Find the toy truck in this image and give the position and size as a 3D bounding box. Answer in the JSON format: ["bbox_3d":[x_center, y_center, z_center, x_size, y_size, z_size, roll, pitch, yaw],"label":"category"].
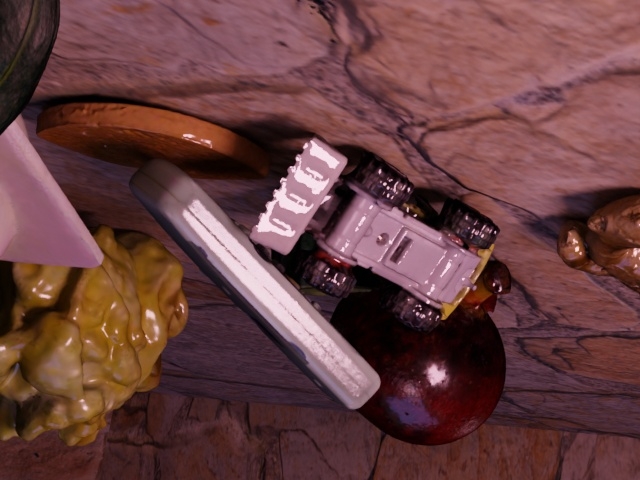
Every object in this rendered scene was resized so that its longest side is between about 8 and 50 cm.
[{"bbox_3d":[0.049,-0.009,1.089,0.286,0.136,0.111,27,-171,-38],"label":"toy truck"}]

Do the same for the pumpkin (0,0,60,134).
[{"bbox_3d":[-0.235,-0.152,0.559,0.250,0.216,0.250,39,180,0],"label":"pumpkin"}]

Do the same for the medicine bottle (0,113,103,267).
[{"bbox_3d":[-0.388,-0.061,0.931,0.406,0.235,0.236,5,165,22],"label":"medicine bottle"}]

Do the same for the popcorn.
[{"bbox_3d":[-0.327,0.115,1.454,0.312,0.312,0.312,9,166,2],"label":"popcorn"}]

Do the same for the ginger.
[{"bbox_3d":[0.304,0.003,1.115,0.133,0.058,0.214,18,164,-2],"label":"ginger"}]

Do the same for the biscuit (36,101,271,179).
[{"bbox_3d":[-0.155,-0.093,1.077,0.221,0.028,0.142,10,167,0],"label":"biscuit"}]

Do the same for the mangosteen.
[{"bbox_3d":[0.139,0.115,1.428,0.236,0.235,0.261,22,119,-41],"label":"mangosteen"}]

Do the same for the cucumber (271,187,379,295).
[{"bbox_3d":[0.000,0.000,1.197,0.117,0.115,0.062,-3,163,14],"label":"cucumber"}]

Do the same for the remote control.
[{"bbox_3d":[-0.064,0.038,1.093,0.296,0.056,0.140,48,170,-23],"label":"remote control"}]
